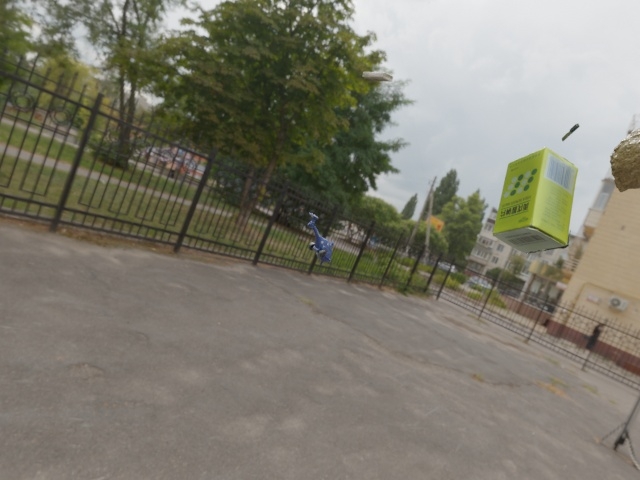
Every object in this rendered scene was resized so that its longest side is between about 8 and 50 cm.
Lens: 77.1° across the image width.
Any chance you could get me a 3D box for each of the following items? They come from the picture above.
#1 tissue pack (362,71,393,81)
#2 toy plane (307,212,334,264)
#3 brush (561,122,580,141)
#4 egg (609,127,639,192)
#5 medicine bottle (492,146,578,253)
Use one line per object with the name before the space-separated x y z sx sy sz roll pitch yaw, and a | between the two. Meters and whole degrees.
tissue pack | 0.208 -0.596 1.462 0.056 0.023 0.108 3 16 -39
toy plane | 0.000 0.000 1.040 0.054 0.062 0.167 35 -22 43
brush | 0.863 -0.374 1.392 0.013 0.016 0.083 -1 -24 -8
egg | 0.641 -0.161 0.787 0.116 0.140 0.118 35 52 20
medicine bottle | 0.585 -0.104 1.091 0.141 0.249 0.137 26 -18 -17
